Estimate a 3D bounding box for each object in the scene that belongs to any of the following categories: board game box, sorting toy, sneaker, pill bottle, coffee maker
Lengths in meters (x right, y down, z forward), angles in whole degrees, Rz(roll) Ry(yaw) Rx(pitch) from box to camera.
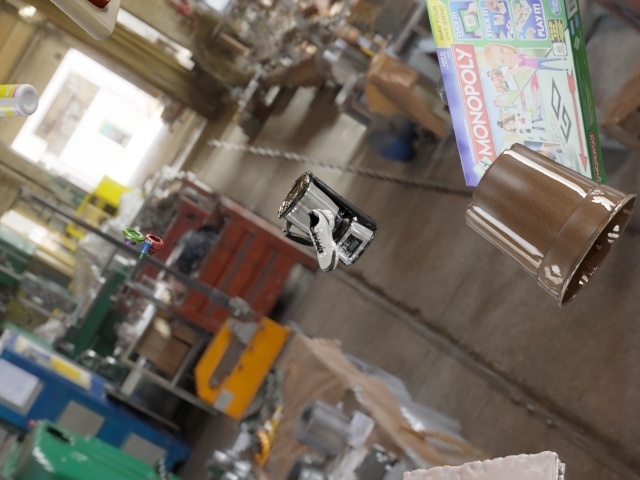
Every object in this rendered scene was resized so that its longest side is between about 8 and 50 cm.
[{"bbox_3d":[0.279,-0.213,1.549,0.213,0.317,0.046,7,38,37],"label":"board game box"},{"bbox_3d":[-0.440,-0.487,1.781,0.041,0.307,0.229,-34,32,26],"label":"sorting toy"},{"bbox_3d":[0.000,0.000,1.747,0.040,0.043,0.109,-26,63,37],"label":"sneaker"},{"bbox_3d":[-0.431,-0.192,1.496,0.083,0.043,0.043,3,51,26],"label":"pill bottle"},{"bbox_3d":[0.021,-0.050,2.147,0.120,0.178,0.171,-45,12,37],"label":"coffee maker"},{"bbox_3d":[-0.383,0.010,2.330,0.042,0.102,0.061,-61,37,15],"label":"sorting toy"}]

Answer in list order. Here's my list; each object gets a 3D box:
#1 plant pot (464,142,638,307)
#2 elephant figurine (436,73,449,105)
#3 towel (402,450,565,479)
[{"bbox_3d":[0.283,-0.031,1.374,0.167,0.165,0.167,-45,-22,-24],"label":"plant pot"},{"bbox_3d":[0.306,-0.322,2.119,0.169,0.239,0.186,-43,42,16],"label":"elephant figurine"},{"bbox_3d":[0.256,0.519,1.787,0.331,0.053,0.317,-18,54,41],"label":"towel"}]
